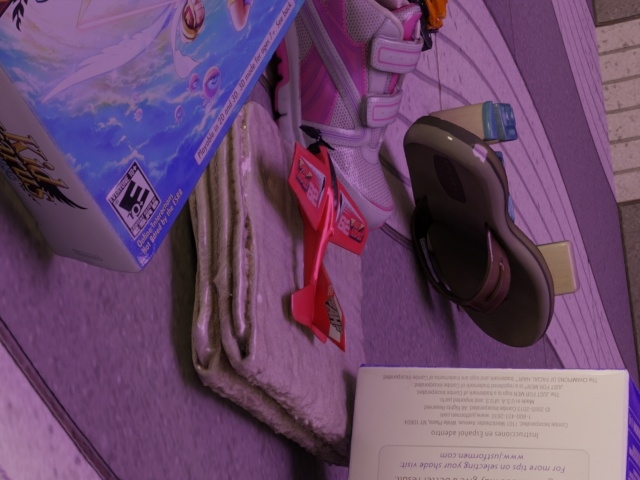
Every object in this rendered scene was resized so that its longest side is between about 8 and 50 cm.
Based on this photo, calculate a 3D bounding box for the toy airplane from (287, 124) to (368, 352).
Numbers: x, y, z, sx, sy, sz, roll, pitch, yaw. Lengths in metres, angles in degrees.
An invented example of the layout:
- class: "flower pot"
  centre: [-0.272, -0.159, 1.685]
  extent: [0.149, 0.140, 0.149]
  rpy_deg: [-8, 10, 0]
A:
- class: "toy airplane"
  centre: [0.000, 0.000, 1.098]
  extent: [0.151, 0.028, 0.151]
  rpy_deg: [-9, 90, -74]

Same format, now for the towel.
- class: "towel"
  centre: [-0.025, 0.033, 1.139]
  extent: [0.282, 0.049, 0.187]
  rpy_deg: [49, 36, -64]

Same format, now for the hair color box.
- class: "hair color box"
  centre: [0.110, 0.256, 1.136]
  extent: [0.110, 0.185, 0.338]
  rpy_deg: [49, 44, -64]

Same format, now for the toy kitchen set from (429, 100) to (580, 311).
- class: "toy kitchen set"
  centre: [0.201, -0.043, 1.837]
  extent: [0.166, 0.122, 0.207]
  rpy_deg: [-13, 94, -74]

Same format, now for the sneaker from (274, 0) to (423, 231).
- class: "sneaker"
  centre: [0.024, -0.128, 1.285]
  extent: [0.103, 0.111, 0.252]
  rpy_deg: [-57, 135, -68]

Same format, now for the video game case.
- class: "video game case"
  centre: [-0.088, -0.163, 0.817]
  extent: [0.269, 0.061, 0.244]
  rpy_deg: [-62, 145, -25]

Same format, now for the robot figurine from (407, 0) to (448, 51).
- class: "robot figurine"
  centre: [0.043, -0.304, 1.510]
  extent: [0.211, 0.085, 0.291]
  rpy_deg: [-76, 151, -55]

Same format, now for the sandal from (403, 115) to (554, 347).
- class: "sandal"
  centre: [0.130, 0.006, 1.628]
  extent: [0.086, 0.120, 0.302]
  rpy_deg: [-58, 142, -25]
